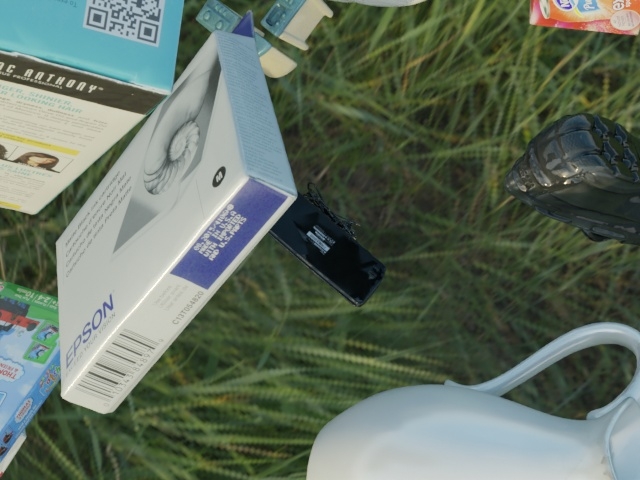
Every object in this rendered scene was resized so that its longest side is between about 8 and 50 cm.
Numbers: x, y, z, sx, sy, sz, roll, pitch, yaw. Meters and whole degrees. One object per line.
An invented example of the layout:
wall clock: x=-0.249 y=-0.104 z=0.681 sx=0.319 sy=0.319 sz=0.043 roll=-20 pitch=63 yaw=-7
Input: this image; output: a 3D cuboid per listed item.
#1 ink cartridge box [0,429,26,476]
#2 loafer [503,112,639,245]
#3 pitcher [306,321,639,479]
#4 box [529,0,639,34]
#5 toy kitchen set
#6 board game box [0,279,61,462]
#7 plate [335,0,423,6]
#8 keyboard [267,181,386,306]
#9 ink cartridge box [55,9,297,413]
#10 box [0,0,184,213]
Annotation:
ink cartridge box: x=-0.483 y=0.248 z=1.775 sx=0.127 sy=0.176 sz=0.128 roll=30 pitch=97 yaw=-22
loafer: x=0.220 y=-0.034 z=0.959 sx=0.223 sy=0.078 sz=0.076 roll=15 pitch=54 yaw=-42
pitcher: x=0.107 y=0.131 z=0.834 sx=0.207 sy=0.125 sz=0.178 roll=-6 pitch=46 yaw=26
box: x=0.299 y=-0.360 z=1.433 sx=0.122 sy=0.128 sz=0.257 roll=7 pitch=56 yaw=5
toy kitchen set: x=-0.072 y=-0.353 z=1.815 sx=0.207 sy=0.122 sz=0.166 roll=-53 pitch=47 yaw=7
board game box: x=-0.388 y=0.151 z=1.586 sx=0.160 sy=0.039 sz=0.211 roll=14 pitch=56 yaw=27
plate: x=-0.058 y=-0.265 z=1.064 sx=0.277 sy=0.045 sz=0.278 roll=13 pitch=31 yaw=-11
keyboard: x=0.000 y=0.000 z=1.692 sx=0.192 sy=0.038 sz=0.100 roll=42 pitch=60 yaw=4
ink cartridge box: x=-0.111 y=-0.033 z=0.917 sx=0.045 sy=0.223 sz=0.224 roll=25 pitch=30 yaw=-29
box: x=-0.144 y=-0.071 z=0.591 sx=0.100 sy=0.244 sz=0.060 roll=12 pitch=75 yaw=-22
